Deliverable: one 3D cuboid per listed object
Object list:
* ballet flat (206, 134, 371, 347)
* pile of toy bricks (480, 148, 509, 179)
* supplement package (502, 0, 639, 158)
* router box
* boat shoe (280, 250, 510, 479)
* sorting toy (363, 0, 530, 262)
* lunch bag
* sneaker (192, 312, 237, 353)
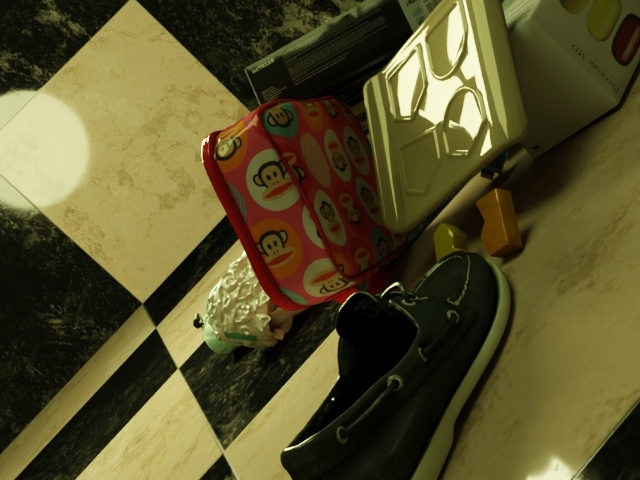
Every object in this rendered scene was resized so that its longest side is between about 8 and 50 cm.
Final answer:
[{"bbox_3d":[0.000,0.000,1.495,0.409,0.147,0.147,-54,12,-22],"label":"ballet flat"},{"bbox_3d":[0.207,-0.142,1.265,0.105,0.118,0.212,89,-159,-65],"label":"pile of toy bricks"},{"bbox_3d":[0.278,-0.235,1.164,0.134,0.139,0.244,-36,16,51],"label":"supplement package"},{"bbox_3d":[0.088,-0.235,1.364,0.309,0.081,0.243,-26,-14,13],"label":"router box"},{"bbox_3d":[0.058,0.095,0.846,0.127,0.113,0.340,-36,14,45],"label":"boat shoe"},{"bbox_3d":[0.137,-0.101,1.091,0.229,0.041,0.307,-40,50,50],"label":"sorting toy"},{"bbox_3d":[0.003,-0.035,1.203,0.120,0.258,0.293,-28,-3,22],"label":"lunch bag"},{"bbox_3d":[-0.128,0.086,1.653,0.151,0.094,0.256,-37,15,16],"label":"sneaker"}]
